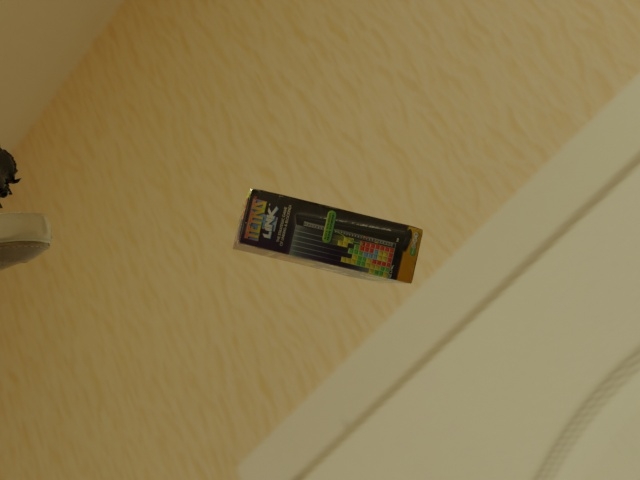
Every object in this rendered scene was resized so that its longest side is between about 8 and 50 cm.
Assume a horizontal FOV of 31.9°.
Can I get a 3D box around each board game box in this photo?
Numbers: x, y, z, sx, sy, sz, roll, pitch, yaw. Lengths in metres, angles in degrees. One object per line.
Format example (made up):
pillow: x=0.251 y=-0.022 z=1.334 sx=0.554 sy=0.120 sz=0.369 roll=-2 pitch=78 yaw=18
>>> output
board game box: x=0.000 y=0.000 z=0.944 sx=0.141 sy=0.048 sz=0.170 roll=12 pitch=-3 yaw=-5

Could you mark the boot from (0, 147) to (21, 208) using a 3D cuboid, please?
boot: x=-0.337 y=-0.068 z=1.029 sx=0.045 sy=0.099 sz=0.121 roll=-18 pitch=-55 yaw=34

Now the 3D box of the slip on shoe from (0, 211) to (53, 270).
slip on shoe: x=-0.163 y=0.023 z=0.409 sx=0.135 sy=0.041 sz=0.051 roll=-17 pitch=-2 yaw=-20
